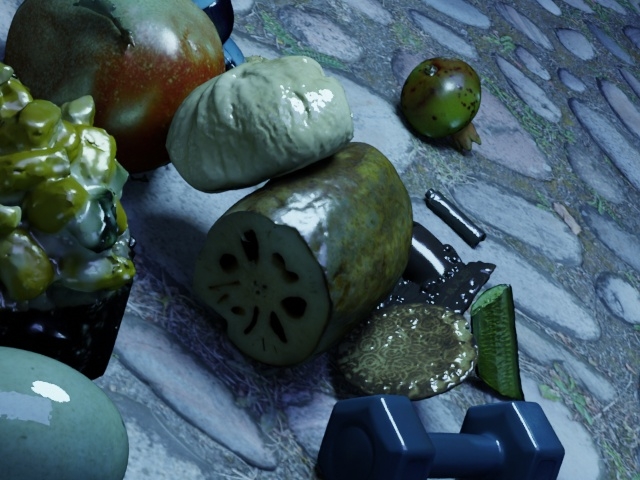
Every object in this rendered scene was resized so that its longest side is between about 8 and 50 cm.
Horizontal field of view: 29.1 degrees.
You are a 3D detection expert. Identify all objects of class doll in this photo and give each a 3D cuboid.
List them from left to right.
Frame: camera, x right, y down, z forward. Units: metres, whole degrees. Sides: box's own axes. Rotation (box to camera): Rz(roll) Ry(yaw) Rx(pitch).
[{"bbox_3d":[-0.202,-0.347,1.887,0.141,0.314,0.177,-36,39,-19],"label":"doll"}]

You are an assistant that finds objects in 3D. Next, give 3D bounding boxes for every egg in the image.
[{"bbox_3d":[-0.297,0.187,1.167,0.237,0.169,0.169,16,37,-23],"label":"egg"}]

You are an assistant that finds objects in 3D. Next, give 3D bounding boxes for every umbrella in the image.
[{"bbox_3d":[0.235,-0.041,2.161,0.133,0.031,0.036,44,29,11],"label":"umbrella"}]

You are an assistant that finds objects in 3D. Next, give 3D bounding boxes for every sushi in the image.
[{"bbox_3d":[-0.324,-0.017,1.300,0.329,0.285,0.328,28,32,-18],"label":"sushi"}]

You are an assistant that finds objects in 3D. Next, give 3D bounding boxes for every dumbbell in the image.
[{"bbox_3d":[0.156,0.272,1.555,0.325,0.160,0.144,7,73,-39],"label":"dumbbell"}]

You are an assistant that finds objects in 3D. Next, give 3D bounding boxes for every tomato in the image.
[{"bbox_3d":[-0.272,-0.242,1.693,0.304,0.239,0.303,24,32,-16],"label":"tomato"}]

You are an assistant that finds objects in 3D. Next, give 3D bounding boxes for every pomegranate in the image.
[{"bbox_3d":[0.243,-0.258,2.355,0.205,0.159,0.159,55,21,-31],"label":"pomegranate"}]

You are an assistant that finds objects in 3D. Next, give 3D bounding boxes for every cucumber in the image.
[{"bbox_3d":[0.257,0.160,1.825,0.071,0.220,0.046,-16,29,-7],"label":"cucumber"}]

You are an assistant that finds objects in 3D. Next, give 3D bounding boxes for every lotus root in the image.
[{"bbox_3d":[0.000,0.000,1.645,0.250,0.250,0.346,40,35,2],"label":"lotus root"}]

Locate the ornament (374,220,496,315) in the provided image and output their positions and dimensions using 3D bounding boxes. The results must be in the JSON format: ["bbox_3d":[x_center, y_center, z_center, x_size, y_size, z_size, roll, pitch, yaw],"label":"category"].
[{"bbox_3d":[0.102,0.053,1.839,0.260,0.106,0.251,30,41,10],"label":"ornament"}]

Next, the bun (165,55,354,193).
[{"bbox_3d":[-0.075,-0.155,1.574,0.244,0.244,0.153,-45,119,-59],"label":"bun"}]

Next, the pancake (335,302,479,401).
[{"bbox_3d":[0.117,0.148,1.656,0.199,0.021,0.199,-7,37,6],"label":"pancake"}]

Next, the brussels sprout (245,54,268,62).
[{"bbox_3d":[-0.115,-0.285,2.099,0.085,0.058,0.085,17,53,-24],"label":"brussels sprout"}]
